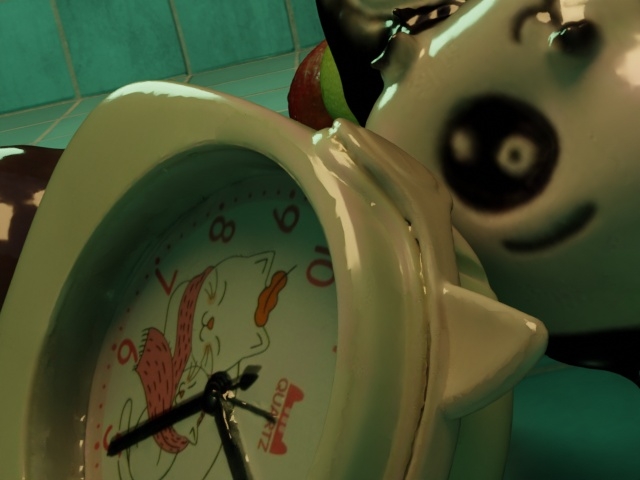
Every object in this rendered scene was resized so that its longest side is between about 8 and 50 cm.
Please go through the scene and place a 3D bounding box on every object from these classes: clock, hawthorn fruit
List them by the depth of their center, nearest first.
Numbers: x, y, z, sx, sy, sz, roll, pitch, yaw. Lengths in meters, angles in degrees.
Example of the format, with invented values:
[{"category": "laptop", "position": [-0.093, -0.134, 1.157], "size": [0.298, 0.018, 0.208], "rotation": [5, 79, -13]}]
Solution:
[{"category": "clock", "position": [-0.035, 0.073, 0.543], "size": [0.108, 0.265, 0.324], "rotation": [23, -5, -41]}, {"category": "hawthorn fruit", "position": [0.045, -0.152, 1.402], "size": [0.202, 0.185, 0.185], "rotation": [-19, 7, 43]}]

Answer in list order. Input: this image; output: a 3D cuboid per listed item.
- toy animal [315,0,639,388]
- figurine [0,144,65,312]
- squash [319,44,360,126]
[{"category": "toy animal", "position": [0.143, -0.081, 0.641], "size": [0.251, 0.251, 0.310], "rotation": [-14, 44, -6]}, {"category": "figurine", "position": [-0.102, 0.034, 0.795], "size": [0.365, 0.218, 0.206], "rotation": [-5, 14, 5]}, {"category": "squash", "position": [0.075, -0.118, 0.946], "size": [0.132, 0.132, 0.247], "rotation": [-19, 22, -22]}]
